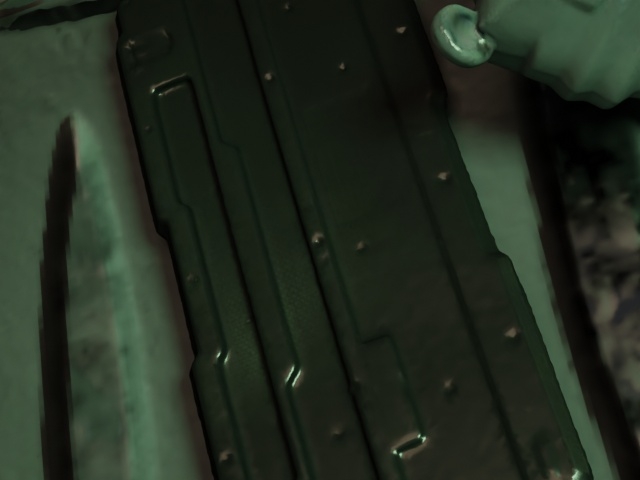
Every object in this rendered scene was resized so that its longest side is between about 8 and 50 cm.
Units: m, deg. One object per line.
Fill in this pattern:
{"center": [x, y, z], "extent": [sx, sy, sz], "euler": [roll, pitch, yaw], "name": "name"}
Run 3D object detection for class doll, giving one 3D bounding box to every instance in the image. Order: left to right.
{"center": [0.110, -0.093, 0.492], "extent": [0.180, 0.079, 0.094], "euler": [-30, 79, -13], "name": "doll"}

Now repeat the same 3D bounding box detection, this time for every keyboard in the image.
{"center": [0.000, 0.000, 0.510], "extent": [0.106, 0.016, 0.262], "euler": [-22, 56, 8], "name": "keyboard"}
